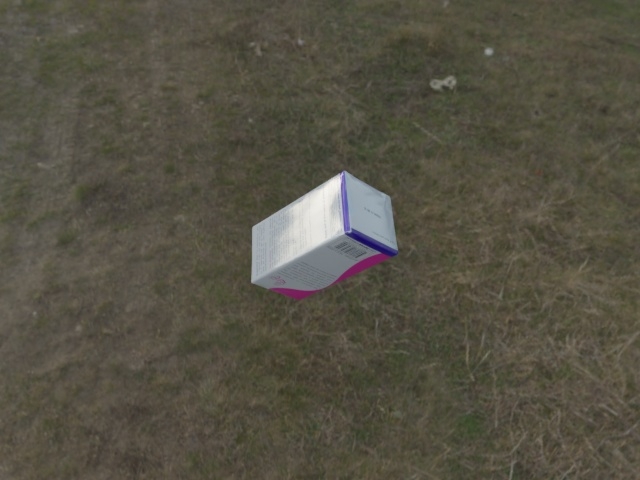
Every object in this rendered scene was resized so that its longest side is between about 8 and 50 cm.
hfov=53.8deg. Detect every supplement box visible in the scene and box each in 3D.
[{"bbox_3d":[0.000,0.000,1.004,0.111,0.220,0.114,25,49,-40],"label":"supplement box"}]
